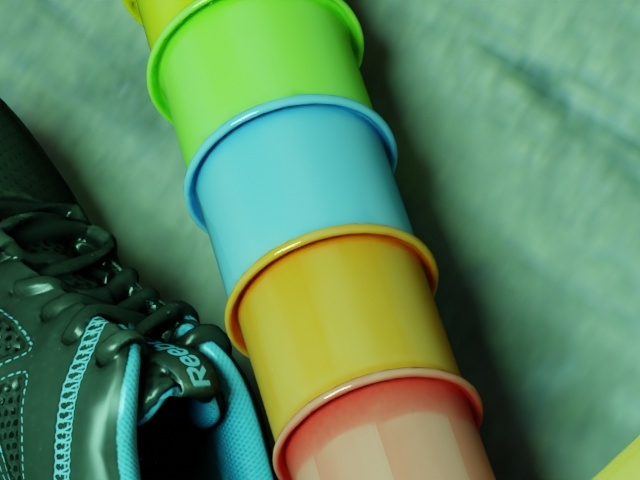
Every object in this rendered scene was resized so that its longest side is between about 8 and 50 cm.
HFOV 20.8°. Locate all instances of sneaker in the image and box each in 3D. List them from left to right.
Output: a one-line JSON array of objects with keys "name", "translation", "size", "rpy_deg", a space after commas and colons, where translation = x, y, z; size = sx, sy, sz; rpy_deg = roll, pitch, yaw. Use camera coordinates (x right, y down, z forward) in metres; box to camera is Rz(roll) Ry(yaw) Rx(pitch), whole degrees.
[{"name": "sneaker", "translation": [-0.088, 0.049, 0.680], "size": [0.139, 0.125, 0.341], "rpy_deg": [-49, 63, 40]}]

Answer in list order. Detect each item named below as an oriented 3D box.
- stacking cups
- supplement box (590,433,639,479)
[{"name": "stacking cups", "translation": [0.000, 0.000, 0.652], "size": [0.096, 0.096, 0.316], "rpy_deg": [-32, 53, 17]}, {"name": "supplement box", "translation": [0.084, 0.155, 0.595], "size": [0.233, 0.080, 0.078], "rpy_deg": [-44, 58, 8]}]
